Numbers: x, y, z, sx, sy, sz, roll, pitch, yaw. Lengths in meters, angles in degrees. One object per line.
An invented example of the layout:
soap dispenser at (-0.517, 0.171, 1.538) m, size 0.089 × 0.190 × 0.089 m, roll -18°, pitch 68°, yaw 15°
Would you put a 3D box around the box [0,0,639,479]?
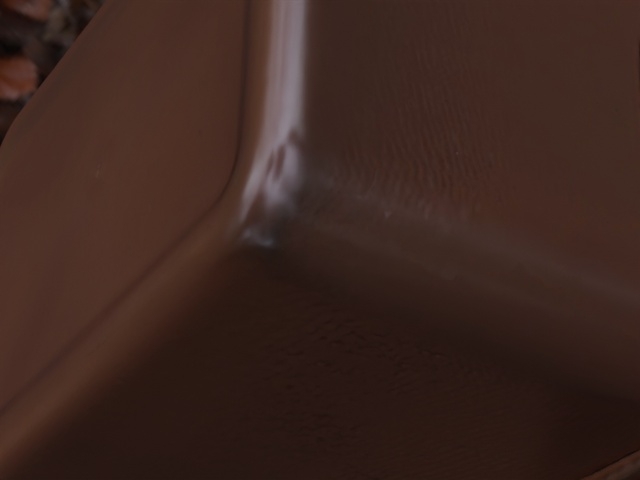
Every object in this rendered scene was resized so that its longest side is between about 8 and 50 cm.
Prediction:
box at (0.000, 0.000, 0.835) m, size 0.229 × 0.339 × 0.239 m, roll 20°, pitch 54°, yaw -25°
